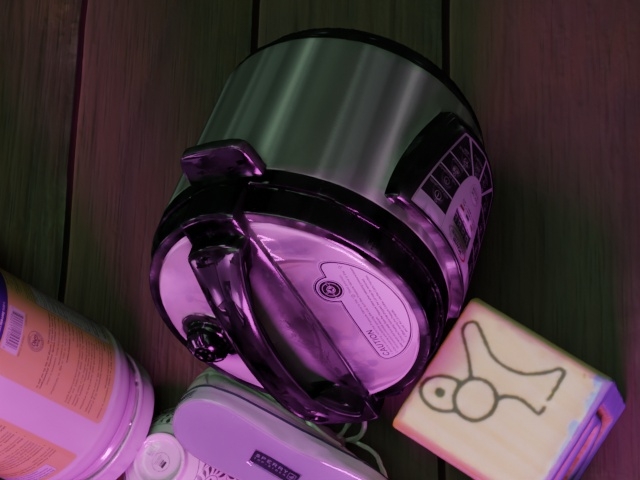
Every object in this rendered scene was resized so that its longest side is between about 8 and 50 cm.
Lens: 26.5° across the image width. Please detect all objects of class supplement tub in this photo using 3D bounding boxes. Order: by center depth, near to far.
[{"bbox_3d":[-0.400,0.180,1.760,0.241,0.331,0.241,-22,51,29],"label":"supplement tub"}]

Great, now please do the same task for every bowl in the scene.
[{"bbox_3d":[-0.202,0.300,1.828,0.170,0.080,0.170,-5,72,15],"label":"bowl"}]

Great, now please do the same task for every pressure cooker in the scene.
[{"bbox_3d":[-0.004,0.002,1.646,0.370,0.375,0.420,24,49,-4],"label":"pressure cooker"}]

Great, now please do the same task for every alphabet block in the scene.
[{"bbox_3d":[0.234,0.212,1.661,0.197,0.193,0.192,32,84,23],"label":"alphabet block"}]

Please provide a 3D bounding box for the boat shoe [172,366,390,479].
[{"bbox_3d":[-0.011,0.276,1.745,0.367,0.156,0.136,30,121,-3],"label":"boat shoe"}]
